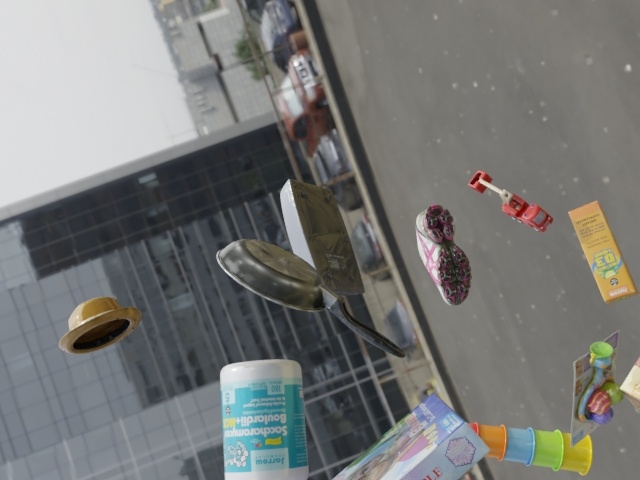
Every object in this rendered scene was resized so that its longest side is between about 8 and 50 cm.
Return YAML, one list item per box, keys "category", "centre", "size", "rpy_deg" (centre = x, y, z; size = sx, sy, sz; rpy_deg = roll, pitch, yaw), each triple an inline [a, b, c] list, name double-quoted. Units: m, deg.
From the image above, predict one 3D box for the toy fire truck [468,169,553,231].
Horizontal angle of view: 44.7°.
- category: "toy fire truck"
  centre: [0.455, -0.095, 1.868]
  size: [0.135, 0.047, 0.192]
  rpy_deg: [35, -177, -32]

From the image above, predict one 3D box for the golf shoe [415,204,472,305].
- category: "golf shoe"
  centre: [0.221, 0.032, 1.416]
  size: [0.086, 0.067, 0.186]
  rpy_deg: [131, 129, -65]

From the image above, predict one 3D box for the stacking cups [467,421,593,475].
- category: "stacking cups"
  centre: [0.436, 0.450, 1.728]
  size: [0.096, 0.316, 0.096]
  rpy_deg: [-170, 90, -88]

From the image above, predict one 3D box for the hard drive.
- category: "hard drive"
  centre: [0.000, 0.000, 1.667]
  size: [0.172, 0.054, 0.254]
  rpy_deg: [9, -122, -53]

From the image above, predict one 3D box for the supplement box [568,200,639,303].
- category: "supplement box"
  centre: [0.663, 0.030, 1.824]
  size: [0.080, 0.078, 0.233]
  rpy_deg: [17, -129, -65]

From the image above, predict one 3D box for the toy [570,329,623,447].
- category: "toy"
  centre: [0.563, 0.307, 1.552]
  size: [0.056, 0.137, 0.237]
  rpy_deg: [30, 140, 49]

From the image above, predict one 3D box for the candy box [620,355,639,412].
- category: "candy box"
  centre: [0.713, 0.340, 1.496]
  size: [0.183, 0.087, 0.316]
  rpy_deg: [28, 173, 42]

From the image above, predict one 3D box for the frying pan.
- category: "frying pan"
  centre: [-0.025, 0.084, 1.227]
  size: [0.326, 0.053, 0.197]
  rpy_deg: [34, -164, 28]

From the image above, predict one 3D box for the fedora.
- category: "fedora"
  centre: [-0.507, 0.184, 1.767]
  size: [0.079, 0.194, 0.194]
  rpy_deg: [60, 172, 23]

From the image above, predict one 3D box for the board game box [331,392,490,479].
- category: "board game box"
  centre: [0.123, 0.411, 1.352]
  size: [0.066, 0.318, 0.318]
  rpy_deg: [49, 177, 2]

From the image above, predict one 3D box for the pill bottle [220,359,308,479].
- category: "pill bottle"
  centre: [-0.097, 0.346, 1.355]
  size: [0.146, 0.146, 0.264]
  rpy_deg: [90, 175, -76]
